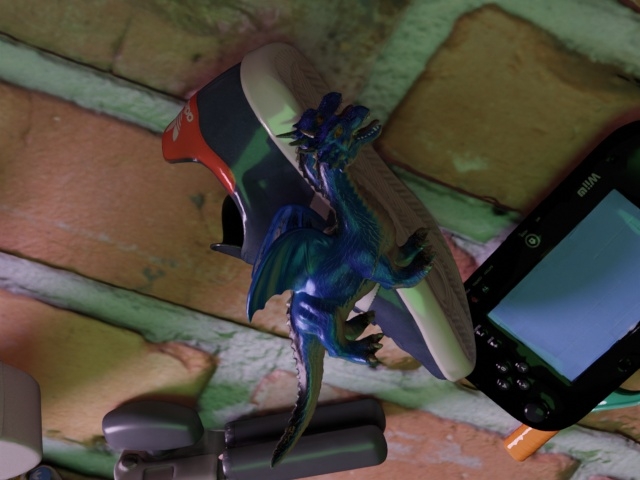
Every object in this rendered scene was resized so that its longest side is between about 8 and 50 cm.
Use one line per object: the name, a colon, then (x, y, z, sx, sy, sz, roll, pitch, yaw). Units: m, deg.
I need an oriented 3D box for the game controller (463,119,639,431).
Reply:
game controller: (0.240, 0.036, 1.269, 0.166, 0.067, 0.319, 34, 123, -10)

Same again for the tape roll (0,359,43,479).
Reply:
tape roll: (-0.438, 0.172, 1.270, 0.392, 0.072, 0.392, -5, 163, -1)

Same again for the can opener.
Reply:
can opener: (-0.075, 0.199, 1.417, 0.280, 0.074, 0.093, -7, 130, 5)

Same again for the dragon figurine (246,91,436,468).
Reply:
dragon figurine: (-0.010, 0.025, 1.105, 0.144, 0.085, 0.289, 27, 111, -11)

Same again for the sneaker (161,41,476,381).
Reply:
sneaker: (0.000, 0.000, 1.218, 0.148, 0.131, 0.350, -28, 115, 20)

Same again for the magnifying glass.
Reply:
magnifying glass: (0.250, 0.145, 1.383, 0.092, 0.026, 0.231, 49, 134, 11)

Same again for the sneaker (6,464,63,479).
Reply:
sneaker: (-0.315, 0.259, 1.480, 0.185, 0.069, 0.084, 18, 120, -23)
